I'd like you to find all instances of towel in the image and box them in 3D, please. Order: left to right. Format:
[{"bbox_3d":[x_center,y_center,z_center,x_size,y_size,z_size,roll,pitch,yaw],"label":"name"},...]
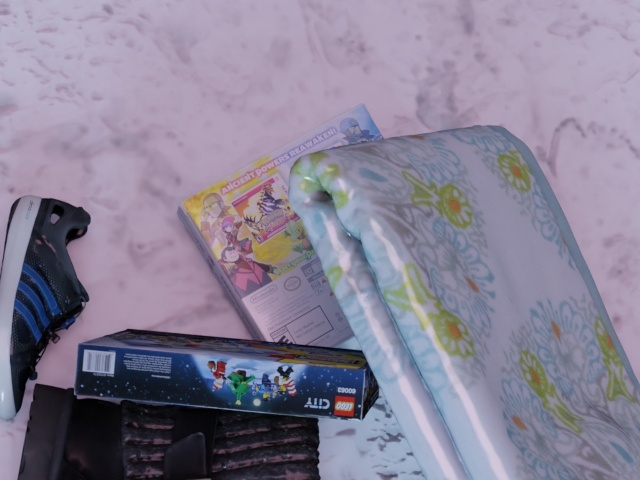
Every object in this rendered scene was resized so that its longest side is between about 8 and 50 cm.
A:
[{"bbox_3d":[0.152,0.076,1.281,0.320,0.090,0.374,-12,73,-59],"label":"towel"}]

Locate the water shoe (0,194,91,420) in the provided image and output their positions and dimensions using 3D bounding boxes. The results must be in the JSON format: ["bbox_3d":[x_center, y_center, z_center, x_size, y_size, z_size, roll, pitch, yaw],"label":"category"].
[{"bbox_3d":[-0.244,0.058,1.315,0.080,0.073,0.203,8,74,-11],"label":"water shoe"}]

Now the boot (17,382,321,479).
[{"bbox_3d":[-0.132,0.288,1.243,0.260,0.131,0.348,9,73,-8],"label":"boot"}]

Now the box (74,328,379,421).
[{"bbox_3d":[-0.071,0.110,1.256,0.233,0.159,0.044,5,91,7],"label":"box"}]

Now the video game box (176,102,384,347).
[{"bbox_3d":[0.000,0.000,1.390,0.205,0.048,0.187,-29,85,-17],"label":"video game box"}]
